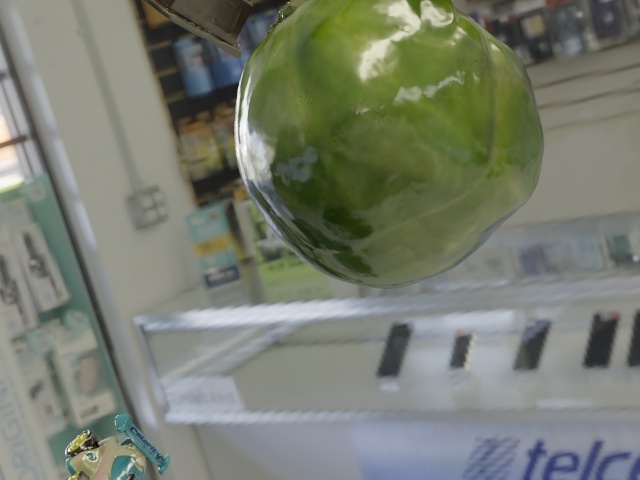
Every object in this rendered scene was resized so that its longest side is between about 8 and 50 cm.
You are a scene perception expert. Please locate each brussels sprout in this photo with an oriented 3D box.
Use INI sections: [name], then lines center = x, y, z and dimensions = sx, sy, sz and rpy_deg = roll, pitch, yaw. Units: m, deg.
[brussels sprout]
center = 0.058, -0.110, 1.207
dimensions = 0.281, 0.289, 0.354
rpy_deg = -47, 23, 19

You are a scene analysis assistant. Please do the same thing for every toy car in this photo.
[toy car]
center = -0.265, 0.309, 1.622
dimensions = 0.098, 0.126, 0.161
rpy_deg = -38, 16, 12

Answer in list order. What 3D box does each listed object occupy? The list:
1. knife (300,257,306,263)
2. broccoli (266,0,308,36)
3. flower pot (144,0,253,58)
[knife]
center = -0.001, 0.000, 2.276
dimensions = 0.038, 0.132, 0.399
rpy_deg = -39, 13, -16
[broccoli]
center = -0.018, -0.304, 1.831
dimensions = 0.130, 0.120, 0.131
rpy_deg = 23, 58, 28
[flower pot]
center = -0.188, -0.359, 1.744
dimensions = 0.084, 0.179, 0.251
rpy_deg = -51, -27, 11
